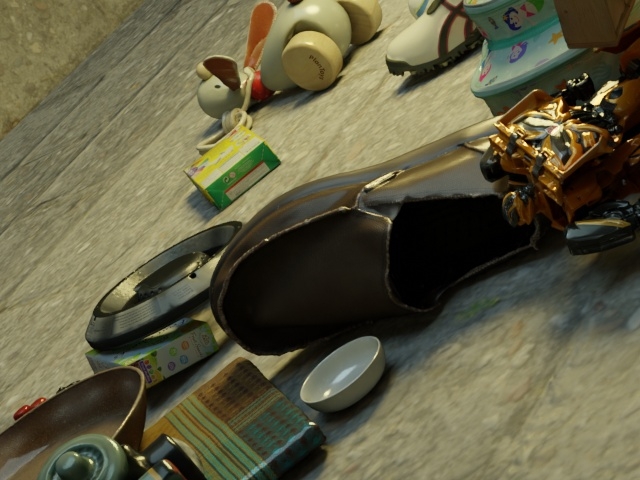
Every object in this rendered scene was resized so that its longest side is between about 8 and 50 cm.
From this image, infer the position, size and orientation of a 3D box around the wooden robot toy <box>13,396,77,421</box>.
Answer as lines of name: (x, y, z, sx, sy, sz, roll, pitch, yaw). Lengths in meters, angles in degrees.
wooden robot toy: (-0.262, 0.186, 1.781, 0.173, 0.076, 0.079, -26, 10, 33)

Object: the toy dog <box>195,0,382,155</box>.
toy dog: (-0.080, -0.281, 2.442, 0.334, 0.161, 0.220, -29, 19, 24)

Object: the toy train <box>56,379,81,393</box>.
toy train: (-0.244, 0.169, 1.855, 0.036, 0.027, 0.158, -34, 15, -24)

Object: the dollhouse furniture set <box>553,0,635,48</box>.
dollhouse furniture set: (0.297, -0.247, 1.320, 0.242, 0.161, 0.212, 0, 43, 29)

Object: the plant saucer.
plant saucer: (-0.277, 0.235, 1.593, 0.310, 0.050, 0.310, -33, 16, 11)

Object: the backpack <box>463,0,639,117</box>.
backpack: (0.246, -0.195, 1.578, 0.225, 0.191, 0.253, -25, 27, 33)

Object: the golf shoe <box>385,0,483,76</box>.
golf shoe: (0.177, -0.301, 2.069, 0.273, 0.120, 0.105, -31, 20, 24)

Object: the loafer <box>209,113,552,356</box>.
loafer: (0.048, 0.006, 1.513, 0.366, 0.134, 0.130, -29, 22, 23)

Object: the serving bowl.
serving bowl: (0.024, 0.119, 1.455, 0.083, 0.027, 0.083, -34, 17, 12)

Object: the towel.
towel: (-0.173, 0.253, 1.489, 0.370, 0.040, 0.271, -39, 17, -7)

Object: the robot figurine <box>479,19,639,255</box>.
robot figurine: (0.264, -0.105, 1.372, 0.291, 0.085, 0.211, -32, 37, -9)

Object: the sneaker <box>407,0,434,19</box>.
sneaker: (0.220, -0.351, 2.154, 0.240, 0.091, 0.126, -36, 18, 1)

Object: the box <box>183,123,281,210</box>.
box: (-0.121, -0.100, 2.267, 0.105, 0.043, 0.179, -39, 20, -3)

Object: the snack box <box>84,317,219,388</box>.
snack box: (-0.179, 0.117, 1.805, 0.100, 0.037, 0.141, -29, 14, -21)

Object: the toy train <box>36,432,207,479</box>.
toy train: (-0.196, 0.288, 1.257, 0.334, 0.142, 0.190, -40, 44, -13)

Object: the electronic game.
electronic game: (-0.154, 0.048, 1.843, 0.229, 0.048, 0.229, -29, 13, 7)
